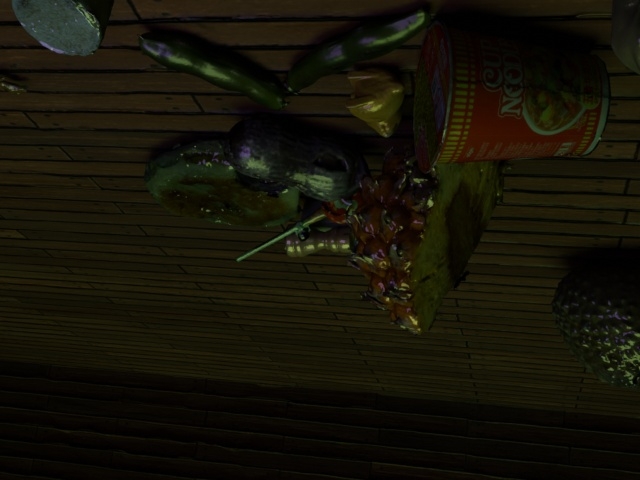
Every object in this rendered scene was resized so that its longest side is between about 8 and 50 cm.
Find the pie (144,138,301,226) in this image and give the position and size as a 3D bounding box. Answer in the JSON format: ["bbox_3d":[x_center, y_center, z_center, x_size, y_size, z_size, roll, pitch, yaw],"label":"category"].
[{"bbox_3d":[-0.175,-0.096,1.630,0.302,0.067,0.302,8,159,3],"label":"pie"}]

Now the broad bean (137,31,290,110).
[{"bbox_3d":[-0.141,-0.238,1.270,0.254,0.046,0.065,20,169,-31],"label":"broad bean"}]

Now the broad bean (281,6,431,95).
[{"bbox_3d":[0.028,-0.247,1.190,0.060,0.043,0.297,11,163,-40],"label":"broad bean"}]

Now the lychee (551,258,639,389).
[{"bbox_3d":[0.588,0.160,1.765,0.274,0.255,0.255,20,161,10],"label":"lychee"}]

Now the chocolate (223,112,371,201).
[{"bbox_3d":[-0.037,-0.130,1.434,0.248,0.110,0.110,19,157,-20],"label":"chocolate"}]

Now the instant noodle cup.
[{"bbox_3d":[0.238,-0.173,1.137,0.212,0.193,0.193,2,160,-7],"label":"instant noodle cup"}]

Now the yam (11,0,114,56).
[{"bbox_3d":[-0.260,-0.300,0.945,0.107,0.194,0.107,5,161,2],"label":"yam"}]

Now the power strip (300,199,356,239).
[{"bbox_3d":[0.138,-0.050,1.640,0.385,0.062,0.091,-6,155,34],"label":"power strip"}]

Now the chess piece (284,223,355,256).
[{"bbox_3d":[0.000,0.000,1.663,0.122,0.066,0.066,0,158,17],"label":"chess piece"}]

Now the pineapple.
[{"bbox_3d":[0.122,-0.077,1.364,0.209,0.344,0.286,17,150,31],"label":"pineapple"}]

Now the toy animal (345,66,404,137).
[{"bbox_3d":[0.092,-0.187,1.295,0.083,0.070,0.159,0,163,16],"label":"toy animal"}]

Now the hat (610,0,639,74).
[{"bbox_3d":[0.413,-0.243,0.954,0.166,0.144,0.173,7,-178,-3],"label":"hat"}]

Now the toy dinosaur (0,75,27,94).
[{"bbox_3d":[-0.553,-0.250,1.406,0.162,0.039,0.126,-6,157,36],"label":"toy dinosaur"}]

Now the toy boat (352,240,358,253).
[{"bbox_3d":[0.082,0.000,1.792,0.137,0.060,0.061,16,180,-12],"label":"toy boat"}]

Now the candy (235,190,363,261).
[{"bbox_3d":[-0.037,-0.027,1.609,0.287,0.078,0.084,-28,178,20],"label":"candy"}]
